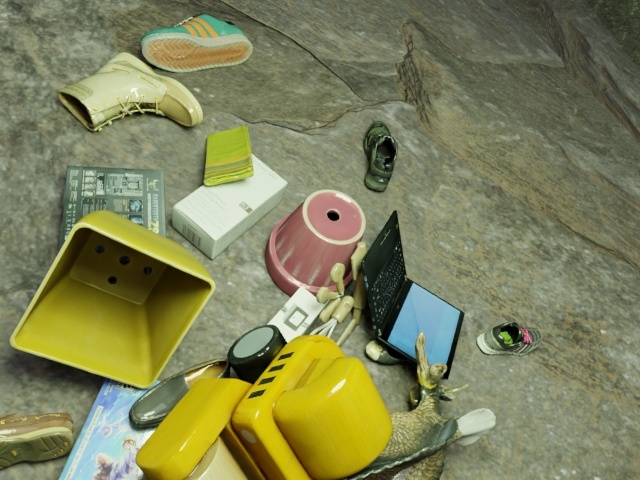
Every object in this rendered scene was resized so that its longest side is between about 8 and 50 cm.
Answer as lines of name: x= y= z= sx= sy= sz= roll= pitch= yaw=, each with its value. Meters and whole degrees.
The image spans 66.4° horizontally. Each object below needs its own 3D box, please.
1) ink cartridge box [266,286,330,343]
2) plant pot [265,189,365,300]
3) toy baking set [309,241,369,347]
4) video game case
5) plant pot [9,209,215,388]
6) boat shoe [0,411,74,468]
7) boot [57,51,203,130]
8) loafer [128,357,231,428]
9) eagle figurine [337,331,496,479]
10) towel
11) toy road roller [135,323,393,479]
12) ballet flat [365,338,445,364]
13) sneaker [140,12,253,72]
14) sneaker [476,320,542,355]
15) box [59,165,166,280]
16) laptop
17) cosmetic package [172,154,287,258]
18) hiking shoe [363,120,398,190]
ink cartridge box: x=-0.056 y=0.161 z=0.920 sx=0.060 sy=0.104 sz=0.180 roll=37 pitch=52 yaw=8
plant pot: x=0.000 y=0.000 z=1.000 sx=0.201 sy=0.180 sz=0.202 roll=10 pitch=56 yaw=-15
toy baking set: x=0.036 y=0.128 z=0.940 sx=0.030 sy=0.257 sz=0.196 roll=21 pitch=25 yaw=31
video game case: x=-0.254 y=0.358 z=0.741 sx=0.244 sy=0.061 sz=0.270 roll=20 pitch=53 yaw=-9
plant pot: x=-0.319 y=0.069 z=0.783 sx=0.212 sy=0.212 sz=0.187 roll=29 pitch=12 yaw=-27
boat shoe: x=-0.457 y=0.289 z=0.714 sx=0.177 sy=0.064 sz=0.060 roll=1 pitch=28 yaw=-23
boot: x=-0.417 y=-0.300 z=1.087 sx=0.261 sy=0.095 sz=0.203 roll=35 pitch=52 yaw=5
loafer: x=-0.217 y=0.230 z=0.766 sx=0.170 sy=0.061 sz=0.062 roll=-26 pitch=67 yaw=-37
eagle figurine: x=0.141 y=0.349 z=0.825 sx=0.226 sy=0.225 sz=0.298 roll=49 pitch=41 yaw=-11
towel: x=-0.203 y=-0.193 z=1.071 sx=0.102 sy=0.021 sz=0.237 roll=-12 pitch=37 yaw=-3
toy road roller: x=-0.053 y=0.270 z=0.675 sx=0.329 sy=0.240 sz=0.203 roll=-47 pitch=117 yaw=-45
ballet flat: x=0.174 y=0.223 z=1.003 sx=0.172 sy=0.049 sz=0.058 roll=6 pitch=57 yaw=-18
sneaker: x=-0.330 y=-0.517 z=1.263 sx=0.302 sy=0.108 sz=0.121 roll=-17 pitch=65 yaw=-38
sneaker: x=0.438 y=0.217 z=1.093 sx=0.170 sy=0.075 sz=0.063 roll=2 pitch=58 yaw=-21
box: x=-0.394 y=-0.036 z=0.945 sx=0.183 sy=0.059 sz=0.233 roll=-1 pitch=59 yaw=-21
laptop: x=0.199 y=0.101 z=0.997 sx=0.136 sy=0.265 sz=0.234 roll=-1 pitch=26 yaw=25
cosmetic package: x=-0.189 y=-0.078 z=1.038 sx=0.117 sy=0.086 sz=0.231 roll=38 pitch=54 yaw=7
hiking shoe: x=0.167 y=-0.240 z=1.262 sx=0.086 sy=0.114 sz=0.227 roll=12 pitch=55 yaw=-14
